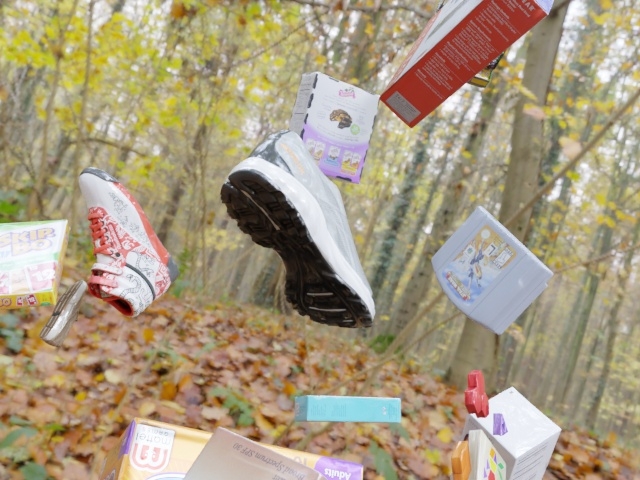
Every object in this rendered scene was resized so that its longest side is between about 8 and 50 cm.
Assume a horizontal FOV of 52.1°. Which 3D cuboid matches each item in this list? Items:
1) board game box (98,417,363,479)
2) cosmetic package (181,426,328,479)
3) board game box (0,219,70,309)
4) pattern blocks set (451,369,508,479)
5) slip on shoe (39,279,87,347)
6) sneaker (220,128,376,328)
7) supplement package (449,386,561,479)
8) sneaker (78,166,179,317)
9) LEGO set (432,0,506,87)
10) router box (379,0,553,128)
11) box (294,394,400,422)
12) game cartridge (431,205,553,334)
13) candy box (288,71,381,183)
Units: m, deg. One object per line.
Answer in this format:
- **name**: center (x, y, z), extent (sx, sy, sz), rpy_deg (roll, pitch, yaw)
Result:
- **board game box**: center (-0.182, 0.515, 1.005), extent (0.357, 0.356, 0.356), rpy_deg (17, -31, -16)
- **cosmetic package**: center (-0.099, 0.340, 0.582), extent (0.153, 0.296, 0.129), rpy_deg (7, -37, 40)
- **board game box**: center (-0.493, 0.030, 1.089), extent (0.124, 0.039, 0.259), rpy_deg (-4, 28, -13)
- **pattern blocks set**: center (0.269, 0.411, 1.069), extent (0.026, 0.324, 0.285), rpy_deg (-12, -55, 29)
- **slip on shoe**: center (-0.480, 0.139, 1.244), extent (0.052, 0.135, 0.041), rpy_deg (-11, -45, 36)
- **sneaker**: center (0.000, 0.000, 0.704), extent (0.100, 0.108, 0.271), rpy_deg (-1, -45, 30)
- **supplement package**: center (0.380, 0.455, 1.372), extent (0.134, 0.244, 0.139), rpy_deg (-20, 41, -28)
- **sneaker**: center (-0.375, 0.011, 1.174), extent (0.090, 0.145, 0.270), rpy_deg (-6, -56, 41)
- **LEGO set**: center (0.326, -0.512, 1.430), extent (0.192, 0.254, 0.331), rpy_deg (14, -25, -9)
- **router box**: center (0.273, -0.384, 1.130), extent (0.082, 0.335, 0.301), rpy_deg (41, -44, -11)
- **box**: center (0.067, 0.414, 1.601), extent (0.245, 0.060, 0.100), rpy_deg (6, -17, -19)
- **game cartridge**: center (0.359, 0.065, 1.440), extent (0.062, 0.198, 0.297), rpy_deg (37, 13, -30)
- **candy box**: center (0.022, -0.233, 1.373), extent (0.165, 0.196, 0.070), rpy_deg (13, 2, -30)
